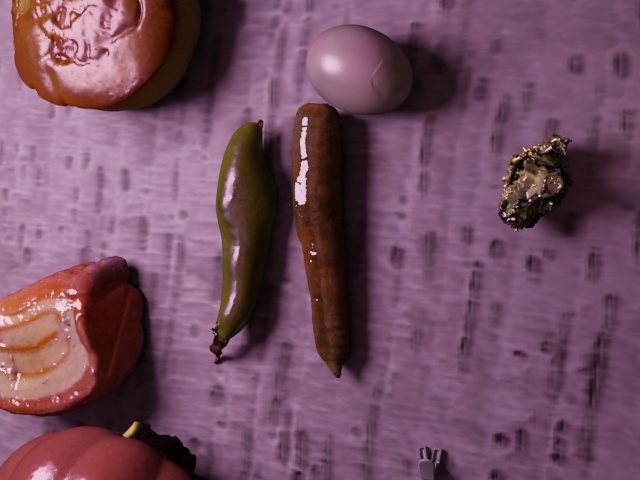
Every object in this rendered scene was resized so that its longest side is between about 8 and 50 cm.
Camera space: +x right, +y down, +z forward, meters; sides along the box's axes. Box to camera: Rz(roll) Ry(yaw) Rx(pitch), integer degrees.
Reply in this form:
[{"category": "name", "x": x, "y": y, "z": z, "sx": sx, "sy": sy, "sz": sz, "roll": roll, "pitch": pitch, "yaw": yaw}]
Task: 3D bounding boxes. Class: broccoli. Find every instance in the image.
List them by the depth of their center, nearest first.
[{"category": "broccoli", "x": 0.242, "y": -0.064, "z": 0.960, "sx": 0.096, "sy": 0.092, "sz": 0.095, "roll": -18, "pitch": 96, "yaw": 1}]

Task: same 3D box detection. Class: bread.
[{"category": "bread", "x": -0.282, "y": -0.299, "z": 1.123, "sx": 0.269, "sy": 0.148, "sz": 0.270, "roll": 0, "pitch": 89, "yaw": 20}, {"category": "bread", "x": -0.364, "y": 0.140, "z": 1.158, "sx": 0.244, "sy": 0.123, "sz": 0.190, "roll": -20, "pitch": 84, "yaw": 20}]

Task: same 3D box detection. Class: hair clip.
[{"category": "hair clip", "x": 0.127, "y": 0.307, "z": 1.021, "sx": 0.030, "sy": 0.039, "sz": 0.115, "roll": -1, "pitch": 91, "yaw": 25}]

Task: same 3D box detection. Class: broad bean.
[{"category": "broad bean", "x": -0.102, "y": 0.005, "z": 1.094, "sx": 0.075, "sy": 0.067, "sz": 0.325, "roll": 8, "pitch": 90, "yaw": 29}]

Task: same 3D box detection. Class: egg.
[{"category": "egg", "x": 0.046, "y": -0.204, "z": 1.025, "sx": 0.135, "sy": 0.103, "sz": 0.103, "roll": 25, "pitch": 97, "yaw": 18}]

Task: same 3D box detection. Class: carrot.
[{"category": "carrot", "x": 0.001, "y": 0.000, "z": 1.061, "sx": 0.070, "sy": 0.070, "sz": 0.343, "roll": -3, "pitch": 90, "yaw": 20}]

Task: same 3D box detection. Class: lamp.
[{"category": "lamp", "x": -0.253, "y": 0.345, "z": 1.050, "sx": 0.305, "sy": 0.305, "sz": 0.240, "roll": 16, "pitch": 49, "yaw": 14}]
